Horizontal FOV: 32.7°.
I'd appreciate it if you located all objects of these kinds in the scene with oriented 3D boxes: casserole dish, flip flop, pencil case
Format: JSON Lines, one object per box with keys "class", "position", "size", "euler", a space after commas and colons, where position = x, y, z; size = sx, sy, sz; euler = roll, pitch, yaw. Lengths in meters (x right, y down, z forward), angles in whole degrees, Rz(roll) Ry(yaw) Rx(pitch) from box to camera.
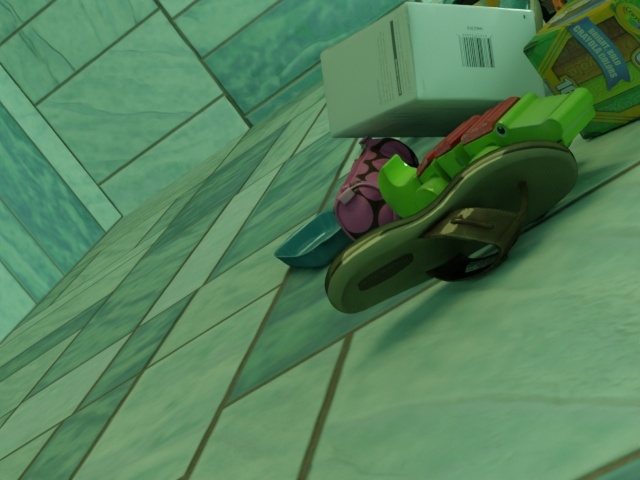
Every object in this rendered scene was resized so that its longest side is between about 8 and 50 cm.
{"class": "casserole dish", "position": [0.000, 0.000, 1.576], "size": [0.114, 0.037, 0.188], "euler": [-40, 13, -16]}
{"class": "flip flop", "position": [0.135, 0.000, 1.066], "size": [0.277, 0.112, 0.080], "euler": [-29, 48, -3]}
{"class": "pencil case", "position": [0.075, -0.073, 1.492], "size": [0.095, 0.098, 0.209], "euler": [-32, 14, 22]}

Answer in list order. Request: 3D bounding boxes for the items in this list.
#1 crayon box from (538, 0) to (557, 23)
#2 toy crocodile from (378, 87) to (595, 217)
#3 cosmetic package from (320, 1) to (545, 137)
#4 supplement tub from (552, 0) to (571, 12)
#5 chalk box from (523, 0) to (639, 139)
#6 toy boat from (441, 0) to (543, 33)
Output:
{"class": "crayon box", "position": [0.501, -0.487, 1.878], "size": [0.202, 0.081, 0.318], "euler": [-27, 16, 38]}
{"class": "toy crocodile", "position": [0.178, -0.094, 1.213], "size": [0.115, 0.105, 0.340], "euler": [-43, 6, -24]}
{"class": "cosmetic package", "position": [0.156, -0.233, 1.548], "size": [0.224, 0.138, 0.225], "euler": [-4, -5, -30]}
{"class": "supplement tub", "position": [0.433, -0.372, 1.552], "size": [0.190, 0.117, 0.117], "euler": [-29, 14, 36]}
{"class": "chalk box", "position": [0.356, -0.223, 1.175], "size": [0.213, 0.132, 0.132], "euler": [-24, 17, 50]}
{"class": "toy boat", "position": [0.215, -0.314, 1.794], "size": [0.318, 0.148, 0.267], "euler": [-41, 32, 21]}
